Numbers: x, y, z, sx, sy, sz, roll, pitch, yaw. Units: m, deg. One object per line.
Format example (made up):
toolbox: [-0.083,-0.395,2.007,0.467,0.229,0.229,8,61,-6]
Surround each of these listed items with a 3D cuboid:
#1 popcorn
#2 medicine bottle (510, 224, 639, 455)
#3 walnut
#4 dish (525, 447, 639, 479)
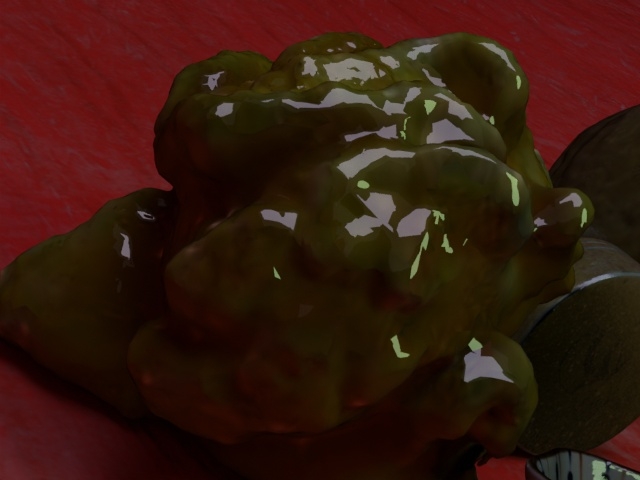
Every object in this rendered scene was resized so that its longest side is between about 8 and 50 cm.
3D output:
popcorn: [-0.008,-0.006,0.895,0.321,0.290,0.326,17,41,-18]
medicine bottle: [0.117,0.011,1.134,0.151,0.151,0.322,7,25,-33]
walnut: [0.304,-0.014,1.234,0.282,0.227,0.283,-14,38,11]
dish: [0.198,0.192,0.875,0.190,0.066,0.191,22,8,-3]
